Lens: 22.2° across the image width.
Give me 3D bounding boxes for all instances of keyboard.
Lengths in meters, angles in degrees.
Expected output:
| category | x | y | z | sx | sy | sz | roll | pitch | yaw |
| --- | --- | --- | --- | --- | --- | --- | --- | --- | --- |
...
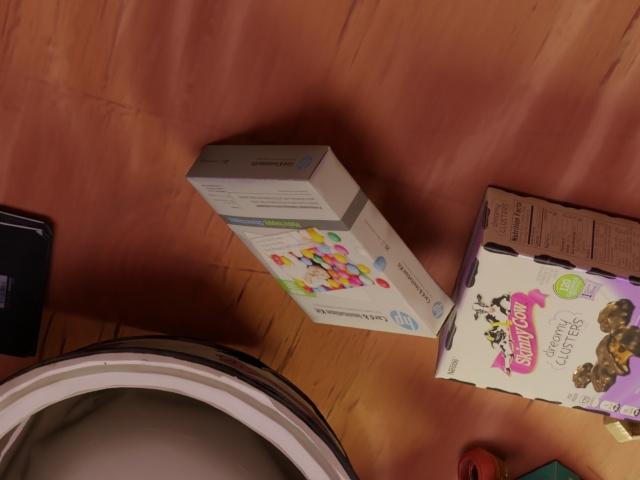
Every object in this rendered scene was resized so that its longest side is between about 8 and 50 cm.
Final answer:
| category | x | y | z | sx | sy | sz | roll | pitch | yaw |
| --- | --- | --- | --- | --- | --- | --- | --- | --- | --- |
| keyboard | -0.293 | 0.035 | 1.421 | 0.108 | 0.023 | 0.180 | 10 | 135 | -8 |

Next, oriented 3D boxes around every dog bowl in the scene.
| category | x | y | z | sx | sy | sz | roll | pitch | yaw |
| --- | --- | --- | --- | --- | --- | --- | --- | --- | --- |
| dog bowl | -0.144 | 0.263 | 1.430 | 0.408 | 0.150 | 0.408 | 1 | 106 | 5 |

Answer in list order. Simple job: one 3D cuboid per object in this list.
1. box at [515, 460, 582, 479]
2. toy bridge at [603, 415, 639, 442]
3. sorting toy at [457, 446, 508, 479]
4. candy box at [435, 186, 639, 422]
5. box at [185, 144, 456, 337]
| category | x | y | z | sx | sy | sz | roll | pitch | yaw |
| --- | --- | --- | --- | --- | --- | --- | --- | --- | --- |
| box | 0.165 | 0.302 | 1.567 | 0.100 | 0.060 | 0.244 | 38 | 130 | -24 |
| toy bridge | 0.340 | 0.142 | 1.394 | 0.188 | 0.026 | 0.063 | -20 | 130 | 28 |
| sorting toy | 0.161 | 0.236 | 1.485 | 0.042 | 0.102 | 0.061 | -2 | 161 | -30 |
| candy box | 0.205 | 0.057 | 1.303 | 0.196 | 0.070 | 0.165 | 13 | 136 | 0 |
| box | 0.000 | 0.000 | 1.272 | 0.145 | 0.038 | 0.186 | 5 | 144 | 47 |
